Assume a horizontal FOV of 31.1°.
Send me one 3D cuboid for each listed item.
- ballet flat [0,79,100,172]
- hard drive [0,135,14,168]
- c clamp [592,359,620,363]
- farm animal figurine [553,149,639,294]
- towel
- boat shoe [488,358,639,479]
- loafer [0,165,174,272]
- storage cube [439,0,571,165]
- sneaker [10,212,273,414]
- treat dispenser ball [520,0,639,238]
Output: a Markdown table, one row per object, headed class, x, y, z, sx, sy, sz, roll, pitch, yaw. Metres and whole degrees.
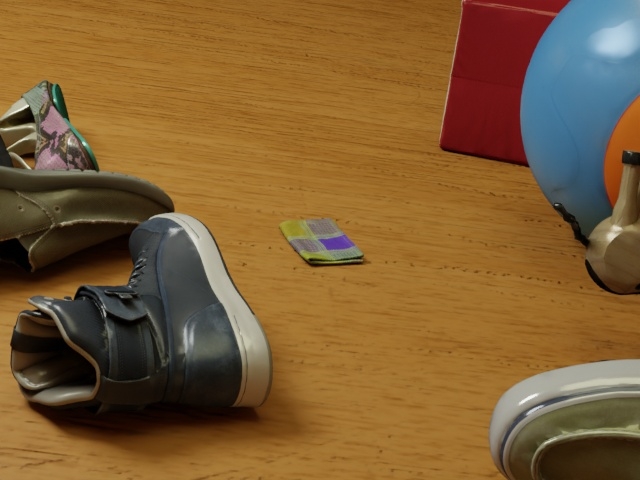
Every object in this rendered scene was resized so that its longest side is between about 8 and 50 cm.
| class | x | y | z | sx | sy | sz | roll | pitch | yaw |
| --- | --- | --- | --- | --- | --- | --- | --- | --- | --- |
| ballet flat | -0.279 | -0.102 | 1.151 | 0.079 | 0.077 | 0.221 | -21 | 32 | -12 |
| hard drive | -0.423 | -0.157 | 0.966 | 0.064 | 0.339 | 0.237 | -29 | -6 | 43 |
| c clamp | 0.245 | 0.128 | 0.849 | 0.160 | 0.022 | 0.137 | 17 | 20 | 21 |
| farm animal figurine | 0.380 | 0.063 | 0.854 | 0.326 | 0.172 | 0.330 | 12 | 8 | -30 |
| towel | 0.000 | 0.000 | 1.066 | 0.060 | 0.009 | 0.083 | -2 | 26 | -20 |
| boat shoe | 0.255 | 0.148 | 0.705 | 0.302 | 0.109 | 0.094 | 9 | 27 | -2 |
| loafer | -0.241 | -0.016 | 0.969 | 0.251 | 0.087 | 0.094 | 3 | -3 | -35 |
| storage cube | 0.258 | -0.204 | 1.368 | 0.193 | 0.184 | 0.215 | 11 | 25 | 10 |
| sneaker | -0.149 | 0.045 | 0.836 | 0.163 | 0.086 | 0.226 | -2 | 27 | -25 |
| treat dispenser ball | 0.335 | -0.122 | 1.086 | 0.288 | 0.288 | 0.288 | 6 | 25 | -3 |
